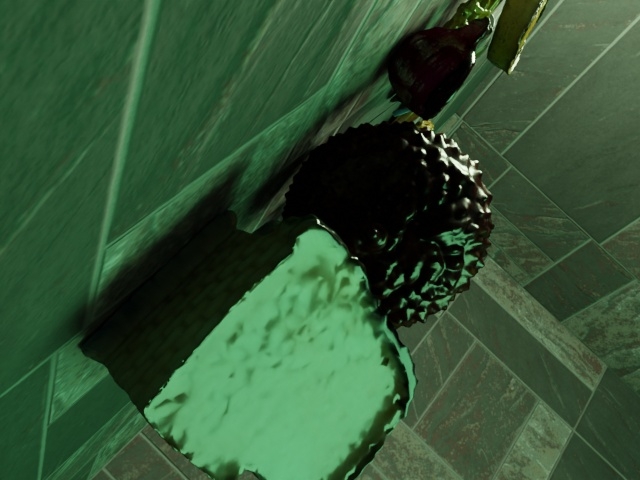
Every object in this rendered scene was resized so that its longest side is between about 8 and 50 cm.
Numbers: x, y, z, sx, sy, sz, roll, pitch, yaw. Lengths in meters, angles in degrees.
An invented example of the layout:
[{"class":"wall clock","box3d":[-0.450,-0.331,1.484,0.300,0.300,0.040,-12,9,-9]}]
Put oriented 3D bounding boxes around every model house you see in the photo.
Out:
[{"class":"model house","box3d":[-0.126,0.187,1.191,0.400,0.445,0.395,17,-119,50]}]

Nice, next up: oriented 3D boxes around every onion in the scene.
[{"class":"onion","box3d":[0.226,-0.345,1.290,0.218,0.140,0.195,-49,179,26]}]

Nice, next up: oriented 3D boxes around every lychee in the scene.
[{"class":"lychee","box3d":[0.126,-0.028,1.336,0.424,0.424,0.500,-48,177,18]}]

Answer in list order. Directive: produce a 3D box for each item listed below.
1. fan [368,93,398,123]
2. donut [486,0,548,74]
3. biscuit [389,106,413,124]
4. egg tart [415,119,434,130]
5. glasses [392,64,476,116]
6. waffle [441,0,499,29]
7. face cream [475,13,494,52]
[{"class":"fan","box3d":[0.193,-0.336,1.570,0.329,0.009,0.190,-39,-163,-20]},{"class":"donut","box3d":[0.534,-0.596,1.868,0.272,0.107,0.272,-59,167,-23]},{"class":"biscuit","box3d":[0.283,-0.393,2.001,0.202,0.044,0.288,-43,180,31]},{"class":"egg tart","box3d":[0.258,-0.293,2.077,0.212,0.090,0.212,-27,-176,2]},{"class":"glasses","box3d":[0.277,-0.421,1.771,0.220,0.088,0.189,-26,176,-2]},{"class":"waffle","box3d":[0.281,-0.434,1.462,0.291,0.051,0.291,-43,179,-1]},{"class":"face cream","box3d":[0.400,-0.526,1.759,0.107,0.073,0.269,-47,177,11]}]
